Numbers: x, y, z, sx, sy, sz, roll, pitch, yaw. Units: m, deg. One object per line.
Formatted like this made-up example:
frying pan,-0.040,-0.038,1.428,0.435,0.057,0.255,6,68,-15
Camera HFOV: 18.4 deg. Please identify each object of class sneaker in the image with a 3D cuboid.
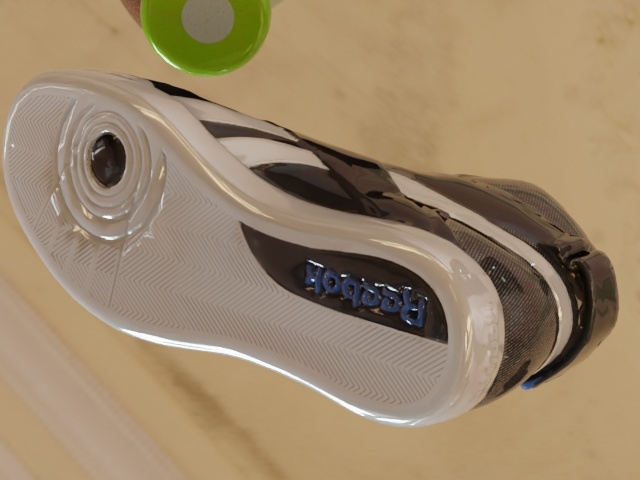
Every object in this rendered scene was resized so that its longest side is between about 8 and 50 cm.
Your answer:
sneaker,0.000,0.000,0.668,0.217,0.121,0.079,27,-69,36

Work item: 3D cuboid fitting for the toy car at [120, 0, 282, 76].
toy car,-0.057,-0.185,0.809,0.149,0.155,0.188,-35,-73,9
